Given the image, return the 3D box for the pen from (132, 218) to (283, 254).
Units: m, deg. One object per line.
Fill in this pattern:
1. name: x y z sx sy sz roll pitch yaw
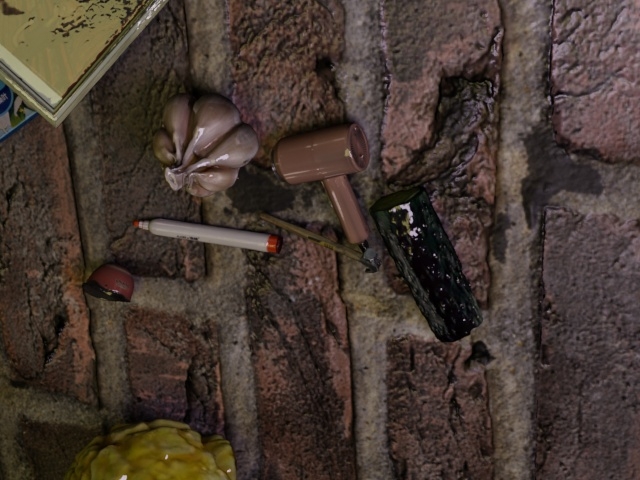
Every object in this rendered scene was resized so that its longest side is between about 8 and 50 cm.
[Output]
1. pen: -0.155 -0.009 1.699 0.218 0.026 0.026 8 119 16

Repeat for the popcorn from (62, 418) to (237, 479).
1. popcorn: -0.246 0.399 1.807 0.247 0.282 0.282 25 128 -29

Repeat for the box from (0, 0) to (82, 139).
1. box: -0.411 -0.225 1.646 0.232 0.083 0.143 -29 101 32

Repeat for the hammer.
1. hammer: 0.000 0.000 1.630 0.182 0.017 0.062 23 163 24

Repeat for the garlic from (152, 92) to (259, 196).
1. garlic: -0.158 -0.114 1.553 0.131 0.194 0.127 38 114 5

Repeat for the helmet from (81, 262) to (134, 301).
1. helmet: -0.295 0.056 1.773 0.084 0.049 0.065 2 157 47

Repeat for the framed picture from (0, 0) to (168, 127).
1. framed picture: -0.318 -0.306 1.538 0.216 0.016 0.273 41 100 -7

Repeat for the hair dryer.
1. hair dryer: 0.020 -0.057 1.590 0.117 0.064 0.182 -11 118 26

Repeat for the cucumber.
1. cucumber: 0.134 0.039 1.593 0.078 0.062 0.211 -16 110 26
